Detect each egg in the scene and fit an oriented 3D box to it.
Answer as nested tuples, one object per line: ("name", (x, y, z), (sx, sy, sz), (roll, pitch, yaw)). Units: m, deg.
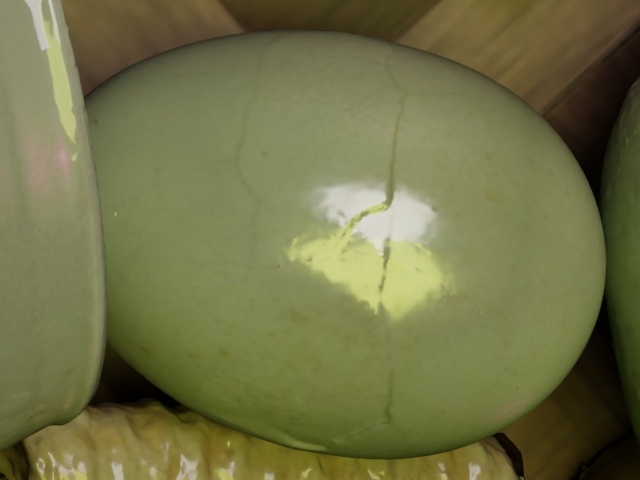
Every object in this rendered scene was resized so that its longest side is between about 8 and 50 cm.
("egg", (0.000, 0.000, 0.682), (0.209, 0.151, 0.151), (11, 99, -11))

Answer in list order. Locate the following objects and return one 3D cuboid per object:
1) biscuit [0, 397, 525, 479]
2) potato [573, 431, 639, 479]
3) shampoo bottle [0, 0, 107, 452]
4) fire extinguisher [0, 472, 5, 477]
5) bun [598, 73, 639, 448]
("biscuit", (-0.021, 0.090, 0.733), (0.219, 0.061, 0.055), (7, 103, -31))
("potato", (0.176, 0.124, 0.797), (0.172, 0.089, 0.100), (-38, 109, -6))
("shampoo bottle", (-0.210, -0.026, 0.548), (0.266, 0.273, 0.273), (-12, 106, -20))
("fire extinguisher", (-0.094, 0.118, 0.740), (0.132, 0.039, 0.056), (7, 67, -18))
("bun", (0.254, 0.011, 0.713), (0.293, 0.187, 0.293), (4, 82, -31))
